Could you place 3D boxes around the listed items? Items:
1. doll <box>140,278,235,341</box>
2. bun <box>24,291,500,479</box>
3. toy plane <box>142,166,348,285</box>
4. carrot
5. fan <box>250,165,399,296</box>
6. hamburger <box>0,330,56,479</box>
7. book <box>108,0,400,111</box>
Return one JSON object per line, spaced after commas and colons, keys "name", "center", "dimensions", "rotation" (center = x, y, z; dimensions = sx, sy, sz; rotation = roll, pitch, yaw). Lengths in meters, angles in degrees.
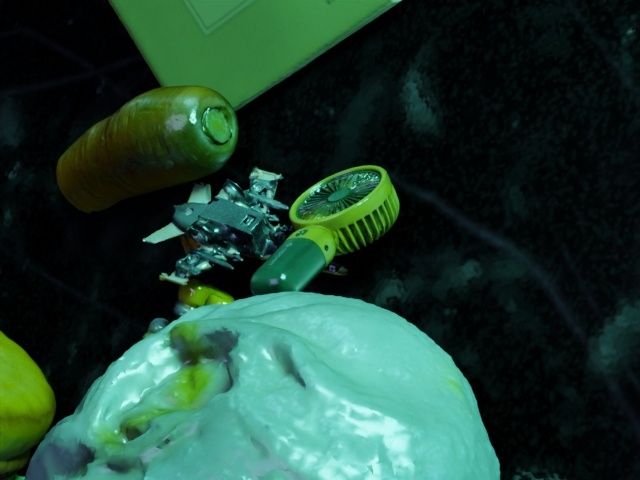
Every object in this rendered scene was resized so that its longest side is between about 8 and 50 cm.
{"name": "doll", "center": [-0.164, 0.172, 1.486], "dimensions": [0.145, 0.103, 0.316], "rotation": [30, 86, 33]}
{"name": "bun", "center": [-0.059, 0.174, 1.257], "dimensions": [0.362, 0.211, 0.362], "rotation": [-25, 36, 19]}
{"name": "toy plane", "center": [-0.055, -0.005, 1.485], "dimensions": [0.188, 0.062, 0.135], "rotation": [11, 51, 46]}
{"name": "carrot", "center": [-0.152, -0.078, 1.583], "dimensions": [0.193, 0.087, 0.087], "rotation": [-15, 63, 43]}
{"name": "fan", "center": [0.000, 0.000, 1.400], "dimensions": [0.082, 0.039, 0.155], "rotation": [-4, 31, 42]}
{"name": "hamburger", "center": [-0.356, 0.148, 1.586], "dimensions": [0.246, 0.246, 0.170], "rotation": [40, 102, 45]}
{"name": "book", "center": [-0.113, -0.289, 1.547], "dimensions": [0.239, 0.035, 0.352], "rotation": [-31, 92, 31]}
